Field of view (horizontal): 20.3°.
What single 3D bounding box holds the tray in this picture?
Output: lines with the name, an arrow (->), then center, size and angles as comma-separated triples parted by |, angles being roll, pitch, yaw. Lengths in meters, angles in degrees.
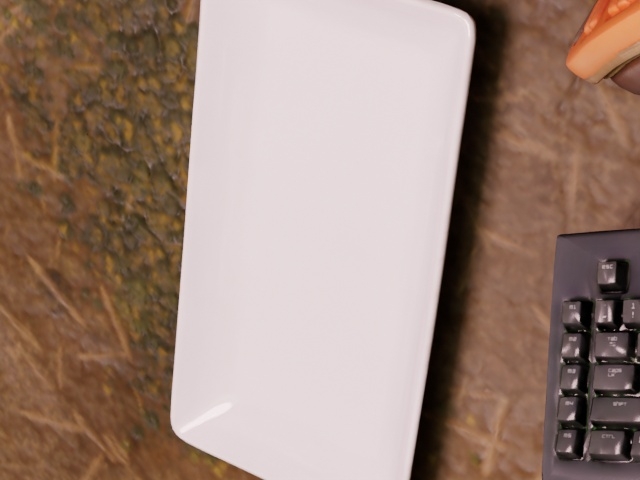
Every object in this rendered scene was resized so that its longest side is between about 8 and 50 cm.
tray -> 0.000, 0.000, 0.846 | 0.145, 0.030, 0.270 | 21, 119, 28

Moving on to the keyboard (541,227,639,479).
keyboard -> 0.219, 0.006, 0.630 | 0.317, 0.033, 0.201 | -4, 72, 40

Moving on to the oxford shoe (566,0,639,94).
oxford shoe -> 0.219, -0.098, 0.569 | 0.133, 0.130, 0.364 | 43, 152, -15
